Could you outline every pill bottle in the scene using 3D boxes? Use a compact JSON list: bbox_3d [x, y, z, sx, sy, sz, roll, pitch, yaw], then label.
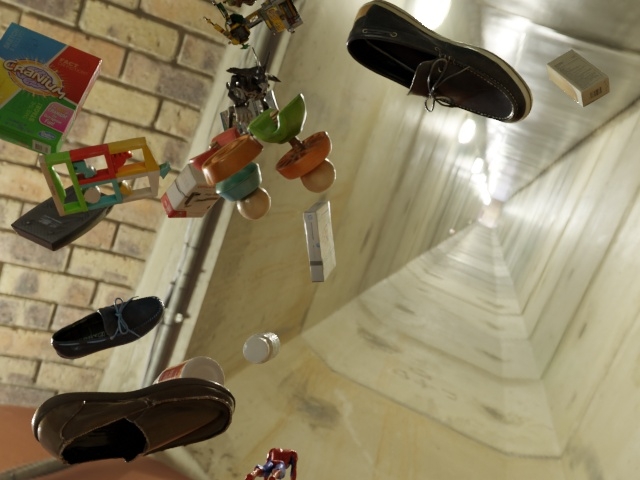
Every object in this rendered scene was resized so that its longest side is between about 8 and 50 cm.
[{"bbox_3d":[-0.155,0.283,1.686,0.078,0.078,0.137,22,179,9],"label":"pill bottle"},{"bbox_3d":[-0.348,0.374,1.644,0.121,0.121,0.216,11,155,-37],"label":"pill bottle"}]

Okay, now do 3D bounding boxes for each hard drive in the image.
[{"bbox_3d":[-0.730,-0.068,1.841,0.172,0.054,0.255,21,-139,18],"label":"hard drive"}]

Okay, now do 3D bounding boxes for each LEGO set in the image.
[{"bbox_3d":[-0.193,-0.631,1.641,0.331,0.255,0.192,65,-177,-49],"label":"LEGO set"}]

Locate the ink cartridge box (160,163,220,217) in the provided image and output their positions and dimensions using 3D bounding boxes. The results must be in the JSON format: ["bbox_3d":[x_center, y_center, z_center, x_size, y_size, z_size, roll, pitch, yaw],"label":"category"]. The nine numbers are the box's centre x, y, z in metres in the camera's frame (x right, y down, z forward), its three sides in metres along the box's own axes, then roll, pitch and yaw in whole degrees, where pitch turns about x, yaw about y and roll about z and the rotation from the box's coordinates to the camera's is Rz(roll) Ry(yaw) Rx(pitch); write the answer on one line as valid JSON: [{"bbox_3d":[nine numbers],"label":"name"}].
[{"bbox_3d":[-0.279,-0.110,1.434,0.099,0.135,0.056,-3,-121,-46],"label":"ink cartridge box"}]

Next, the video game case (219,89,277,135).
[{"bbox_3d":[-0.201,-0.352,1.826,0.015,0.166,0.119,55,-165,-58],"label":"video game case"}]

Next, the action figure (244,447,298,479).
[{"bbox_3d":[-0.113,0.588,1.550,0.091,0.139,0.280,4,180,10],"label":"action figure"}]

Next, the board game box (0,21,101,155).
[{"bbox_3d":[-0.731,-0.384,1.628,0.242,0.317,0.064,20,146,-14],"label":"board game box"}]

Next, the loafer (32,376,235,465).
[{"bbox_3d":[-0.317,0.346,1.156,0.365,0.134,0.130,-1,-155,-30],"label":"loafer"}]

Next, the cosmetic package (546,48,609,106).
[{"bbox_3d":[0.491,-0.311,1.224,0.041,0.060,0.115,55,-172,-47],"label":"cosmetic package"}]

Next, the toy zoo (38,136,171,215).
[{"bbox_3d":[-0.519,-0.161,1.586,0.293,0.192,0.030,-14,-126,-14],"label":"toy zoo"}]

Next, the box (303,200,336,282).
[{"bbox_3d":[0.000,0.000,1.692,0.038,0.186,0.145,-4,-167,15],"label":"box"}]

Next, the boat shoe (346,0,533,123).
[{"bbox_3d":[0.283,-0.416,1.588,0.500,0.156,0.187,31,152,6],"label":"boat shoe"}]

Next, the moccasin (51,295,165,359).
[{"bbox_3d":[-0.637,0.263,1.934,0.138,0.342,0.117,55,164,25],"label":"moccasin"}]

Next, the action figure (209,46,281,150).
[{"bbox_3d":[-0.170,-0.317,1.557,0.164,0.276,0.141,-6,-137,-44],"label":"action figure"}]

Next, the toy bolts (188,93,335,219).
[{"bbox_3d":[-0.105,-0.101,1.052,0.228,0.158,0.218,-13,-151,45],"label":"toy bolts"}]
